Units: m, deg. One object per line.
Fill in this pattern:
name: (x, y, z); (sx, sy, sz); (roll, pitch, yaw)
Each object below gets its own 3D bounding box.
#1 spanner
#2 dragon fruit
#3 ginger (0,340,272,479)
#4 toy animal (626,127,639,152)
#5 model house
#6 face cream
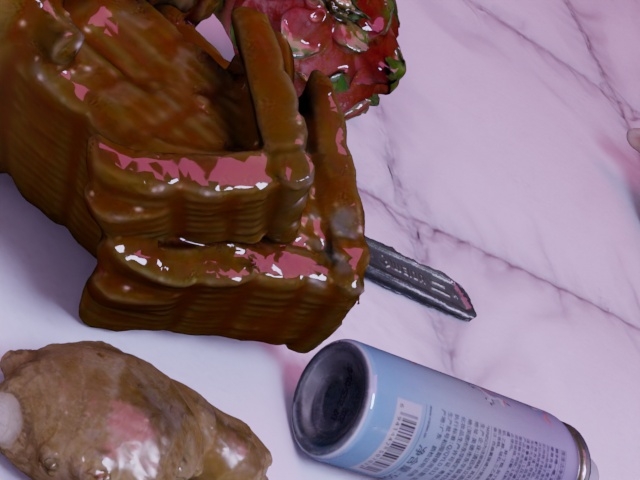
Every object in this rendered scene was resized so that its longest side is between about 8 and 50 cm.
spanner: (0.000, 0.000, 0.888); (0.325, 0.026, 0.093); (24, 37, -37)
dragon fruit: (0.000, -0.157, 0.987); (0.236, 0.135, 0.137); (-4, 80, -77)
ginger: (-0.081, 0.099, 0.611); (0.165, 0.067, 0.096); (26, 13, -32)
toy animal: (0.437, -0.021, 1.357); (0.167, 0.154, 0.250); (17, 37, -29)
model house: (-0.059, -0.047, 0.686); (0.229, 0.199, 0.219); (41, 54, 2)
face cream: (0.090, 0.127, 0.796); (0.229, 0.075, 0.075); (24, 36, -36)
